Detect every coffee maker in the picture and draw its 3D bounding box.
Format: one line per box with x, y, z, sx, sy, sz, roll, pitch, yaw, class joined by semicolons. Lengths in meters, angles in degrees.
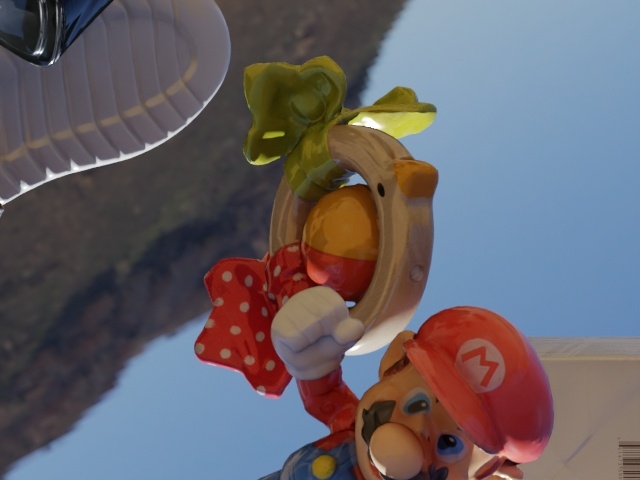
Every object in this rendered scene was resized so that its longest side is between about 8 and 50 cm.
-0.175;-0.224;1.484;0.171;0.120;0.178;15;-131;30;coffee maker

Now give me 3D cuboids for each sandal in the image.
-0.262;-0.122;1.683;0.416;0.169;0.102;-30;-156;-30;sandal

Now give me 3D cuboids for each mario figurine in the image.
0.016;0.162;1.293;0.320;0.198;0.170;-44;-150;27;mario figurine

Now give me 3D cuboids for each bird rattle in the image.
0.000;0.000;1.414;0.143;0.254;0.207;13;-172;-35;bird rattle

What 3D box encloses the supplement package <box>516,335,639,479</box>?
0.259;0.199;1.917;0.198;0.199;0.262;-2;-178;17;supplement package

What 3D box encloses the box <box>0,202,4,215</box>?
-0.372;0.036;1.411;0.143;0.191;0.381;-22;156;-36;box
